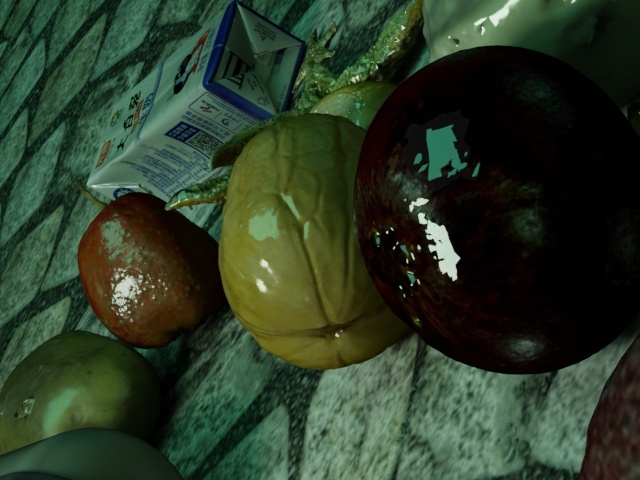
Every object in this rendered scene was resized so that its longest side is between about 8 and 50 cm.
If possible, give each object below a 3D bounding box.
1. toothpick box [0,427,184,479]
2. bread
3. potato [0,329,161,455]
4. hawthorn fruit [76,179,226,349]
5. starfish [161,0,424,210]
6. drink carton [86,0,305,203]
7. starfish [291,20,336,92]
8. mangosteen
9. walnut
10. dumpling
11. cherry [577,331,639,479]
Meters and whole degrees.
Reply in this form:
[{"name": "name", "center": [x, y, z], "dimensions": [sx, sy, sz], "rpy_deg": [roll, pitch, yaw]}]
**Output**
[{"name": "toothpick box", "center": [-0.250, 0.282, 1.710], "dimensions": [0.316, 0.229, 0.229], "rpy_deg": [-27, 40, 53]}, {"name": "bread", "center": [0.051, -0.099, 1.684], "dimensions": [0.125, 0.106, 0.082], "rpy_deg": [-13, 52, 60]}, {"name": "potato", "center": [-0.279, 0.189, 2.004], "dimensions": [0.191, 0.141, 0.296], "rpy_deg": [-63, 20, -13]}, {"name": "hawthorn fruit", "center": [-0.192, 0.011, 1.941], "dimensions": [0.162, 0.203, 0.162], "rpy_deg": [-35, 0, 0]}, {"name": "starfish", "center": [0.008, -0.140, 1.808], "dimensions": [0.347, 0.078, 0.358], "rpy_deg": [-39, 4, -32]}, {"name": "drink carton", "center": [-0.153, -0.149, 2.178], "dimensions": [0.315, 0.106, 0.130], "rpy_deg": [-31, 35, 51]}, {"name": "starfish", "center": [-0.008, -0.205, 2.059], "dimensions": [0.092, 0.016, 0.086], "rpy_deg": [-56, 21, 19]}, {"name": "mangosteen", "center": [0.156, -0.029, 1.294], "dimensions": [0.261, 0.235, 0.235], "rpy_deg": [-23, 9, -24]}, {"name": "walnut", "center": [0.000, 0.000, 1.560], "dimensions": [0.193, 0.193, 0.226], "rpy_deg": [-45, 39, 34]}, {"name": "dumpling", "center": [0.190, -0.204, 1.406], "dimensions": [0.243, 0.187, 0.318], "rpy_deg": [-60, 7, -26]}, {"name": "cherry", "center": [0.246, 0.120, 0.893], "dimensions": [0.300, 0.203, 0.230], "rpy_deg": [12, 72, 52]}]
